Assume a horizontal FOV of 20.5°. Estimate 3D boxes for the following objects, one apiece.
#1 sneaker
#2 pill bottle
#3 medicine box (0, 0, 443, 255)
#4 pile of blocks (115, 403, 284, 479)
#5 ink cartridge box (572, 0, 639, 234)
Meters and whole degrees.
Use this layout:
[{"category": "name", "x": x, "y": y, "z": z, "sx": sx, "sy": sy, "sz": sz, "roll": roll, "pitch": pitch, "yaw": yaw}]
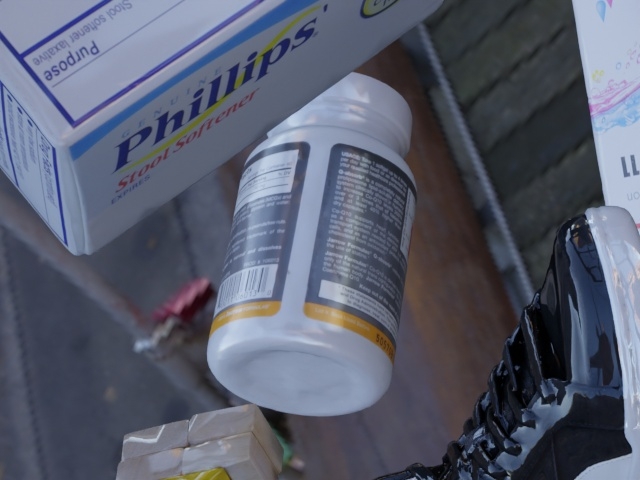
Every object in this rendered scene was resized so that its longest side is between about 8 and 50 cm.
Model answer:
[{"category": "sneaker", "x": 0.065, "y": 0.087, "z": 0.672, "sx": 0.121, "sy": 0.217, "sz": 0.079, "roll": -6, "pitch": 37, "yaw": -1}, {"category": "pill bottle", "x": 0.000, "y": 0.000, "z": 1.552, "sx": 0.162, "sy": 0.162, "sz": 0.278, "roll": -16, "pitch": 52, "yaw": 38}, {"category": "medicine box", "x": -0.111, "y": -0.190, "z": 0.927, "sx": 0.263, "sy": 0.149, "sz": 0.289, "roll": -36, "pitch": 76, "yaw": -18}, {"category": "pile of blocks", "x": -0.141, "y": 0.248, "z": 0.968, "sx": 0.362, "sy": 0.112, "sz": 0.149, "roll": -39, "pitch": 41, "yaw": -13}, {"category": "ink cartridge box", "x": 0.276, "y": -0.086, "z": 1.063, "sx": 0.207, "sy": 0.119, "sz": 0.353, "roll": -11, "pitch": 87, "yaw": 42}]
